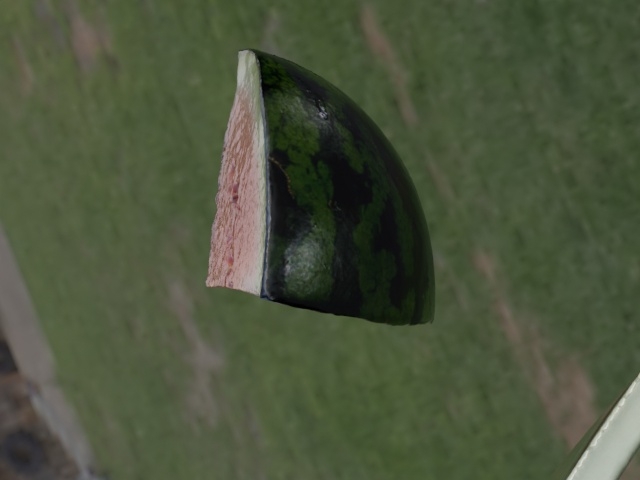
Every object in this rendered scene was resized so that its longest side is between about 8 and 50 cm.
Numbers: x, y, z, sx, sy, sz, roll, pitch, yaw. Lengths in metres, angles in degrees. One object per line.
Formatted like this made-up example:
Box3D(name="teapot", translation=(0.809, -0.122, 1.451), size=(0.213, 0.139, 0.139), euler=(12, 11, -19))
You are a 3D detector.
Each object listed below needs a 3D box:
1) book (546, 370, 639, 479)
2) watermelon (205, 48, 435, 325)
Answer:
Box3D(name="book", translation=(0.071, 0.181, 0.886), size=(0.021, 0.217, 0.310), euler=(34, 164, 8))
Box3D(name="watermelon", translation=(0.015, -0.010, 1.085), size=(0.137, 0.145, 0.193), euler=(118, 157, -44))
